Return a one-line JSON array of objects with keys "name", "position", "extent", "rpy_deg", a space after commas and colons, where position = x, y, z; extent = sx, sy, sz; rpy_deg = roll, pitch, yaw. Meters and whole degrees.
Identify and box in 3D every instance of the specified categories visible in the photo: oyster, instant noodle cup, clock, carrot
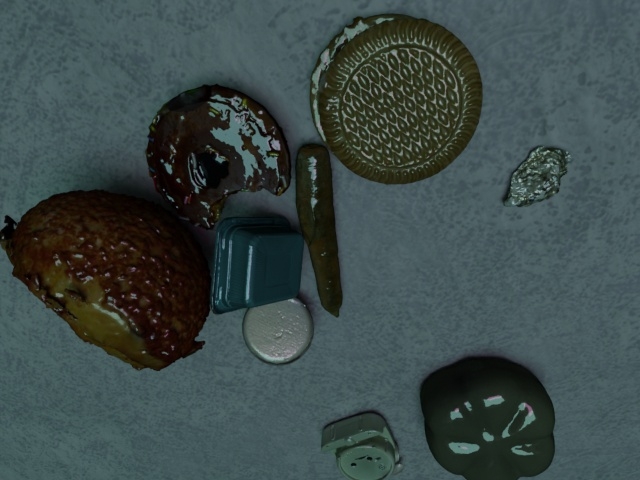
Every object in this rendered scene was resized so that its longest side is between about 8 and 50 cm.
[{"name": "oyster", "position": [0.354, -0.101, 0.741], "extent": [0.098, 0.037, 0.100], "rpy_deg": [0, 115, 4]}, {"name": "instant noodle cup", "position": [-0.094, 0.041, 0.754], "extent": [0.070, 0.179, 0.157], "rpy_deg": [12, 99, 35]}, {"name": "clock", "position": [0.102, 0.483, 1.025], "extent": [0.151, 0.062, 0.191], "rpy_deg": [-25, 111, 16]}, {"name": "carrot", "position": [0.001, -0.001, 0.805], "extent": [0.070, 0.070, 0.343], "rpy_deg": [-4, 116, 7]}]

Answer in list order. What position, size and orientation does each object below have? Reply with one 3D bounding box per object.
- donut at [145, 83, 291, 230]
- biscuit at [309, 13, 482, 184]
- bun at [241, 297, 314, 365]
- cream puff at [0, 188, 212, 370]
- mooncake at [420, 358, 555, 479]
[{"name": "donut", "position": [-0.163, -0.137, 0.736], "extent": [0.230, 0.096, 0.216], "rpy_deg": [-34, 106, 19]}, {"name": "biscuit", "position": [0.109, -0.209, 0.688], "extent": [0.258, 0.079, 0.259], "rpy_deg": [2, 117, 4]}, {"name": "bun", "position": [-0.082, 0.168, 0.878], "extent": [0.138, 0.094, 0.138], "rpy_deg": [1, 81, -8]}, {"name": "cream puff", "position": [-0.307, 0.050, 0.736], "extent": [0.229, 0.350, 0.350], "rpy_deg": [-46, 108, -19]}, {"name": "mooncake", "position": [0.337, 0.368, 0.915], "extent": [0.274, 0.135, 0.275], "rpy_deg": [2, 112, 6]}]
